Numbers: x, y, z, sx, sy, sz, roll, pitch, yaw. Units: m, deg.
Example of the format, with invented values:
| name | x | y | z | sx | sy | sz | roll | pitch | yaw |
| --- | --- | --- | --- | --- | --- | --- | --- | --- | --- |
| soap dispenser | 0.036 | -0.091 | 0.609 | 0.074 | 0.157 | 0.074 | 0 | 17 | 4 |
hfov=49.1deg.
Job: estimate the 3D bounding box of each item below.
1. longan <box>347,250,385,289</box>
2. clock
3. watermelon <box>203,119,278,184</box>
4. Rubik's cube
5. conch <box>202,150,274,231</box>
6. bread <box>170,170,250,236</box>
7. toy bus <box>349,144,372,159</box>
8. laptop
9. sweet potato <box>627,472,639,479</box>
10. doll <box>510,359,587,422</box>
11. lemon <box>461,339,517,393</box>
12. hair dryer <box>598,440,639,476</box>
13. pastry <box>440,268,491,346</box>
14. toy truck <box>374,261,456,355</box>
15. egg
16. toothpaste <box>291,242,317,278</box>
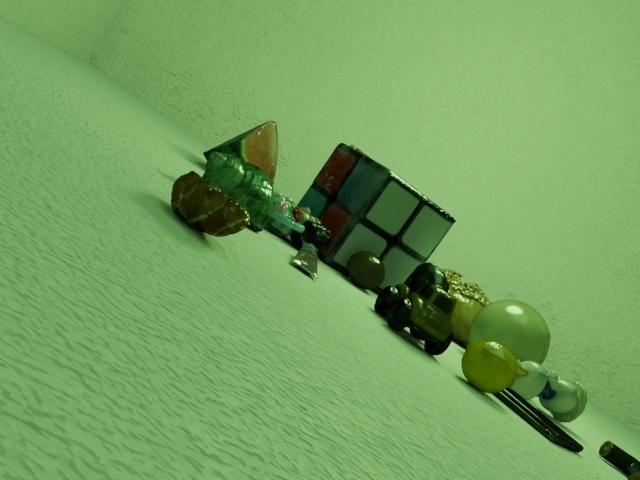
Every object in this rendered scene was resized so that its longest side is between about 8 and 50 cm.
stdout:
| name | x | y | z | sx | sy | sz | roll | pitch | yaw |
| --- | --- | --- | --- | --- | --- | --- | --- | --- | --- |
| longan | 0.127 | 0.081 | 1.875 | 0.106 | 0.106 | 0.119 | 37 | 8 | 36 |
| clock | -0.080 | -0.050 | 1.816 | 0.195 | 0.100 | 0.194 | 34 | 7 | 38 |
| watermelon | -0.244 | -0.255 | 2.371 | 0.292 | 0.319 | 0.222 | -45 | 111 | -49 |
| Rubik's cube | 0.141 | -0.053 | 2.066 | 0.316 | 0.313 | 0.318 | 31 | 6 | -32 |
| conch | -0.189 | -0.119 | 1.602 | 0.188 | 0.122 | 0.176 | 29 | 30 | -17 |
| bread | -0.189 | -0.055 | 1.131 | 0.105 | 0.076 | 0.233 | 46 | -10 | -35 |
| toy bus | 0.048 | -0.162 | 2.391 | 0.097 | 0.342 | 0.138 | 33 | 8 | -14 |
| laptop | 0.467 | 0.385 | 1.540 | 0.154 | 0.026 | 0.207 | 33 | 5 | -42 |
| sweet potato | 0.609 | 0.470 | 1.192 | 0.106 | 0.095 | 0.354 | 7 | -1 | 12 |
| doll | 0.584 | 0.385 | 1.815 | 0.293 | 0.138 | 0.119 | 30 | 46 | -23 |
| lemon | 0.354 | 0.264 | 1.462 | 0.133 | 0.109 | 0.109 | 40 | 3 | -7 |
| hair dryer | 0.759 | 0.564 | 1.632 | 0.173 | 0.050 | 0.195 | 33 | 8 | -4 |
| pastry | 0.436 | 0.208 | 2.232 | 0.316 | 0.184 | 0.284 | 36 | 6 | 25 |
| toy truck | 0.232 | 0.138 | 1.554 | 0.147 | 0.165 | 0.224 | 34 | 4 | -11 |
| egg | 0.530 | 0.274 | 1.968 | 0.219 | 0.219 | 0.269 | 37 | 17 | 34 |
| toothpaste | -0.031 | 0.042 | 1.535 | 0.067 | 0.043 | 0.194 | 37 | 9 | -6 |
